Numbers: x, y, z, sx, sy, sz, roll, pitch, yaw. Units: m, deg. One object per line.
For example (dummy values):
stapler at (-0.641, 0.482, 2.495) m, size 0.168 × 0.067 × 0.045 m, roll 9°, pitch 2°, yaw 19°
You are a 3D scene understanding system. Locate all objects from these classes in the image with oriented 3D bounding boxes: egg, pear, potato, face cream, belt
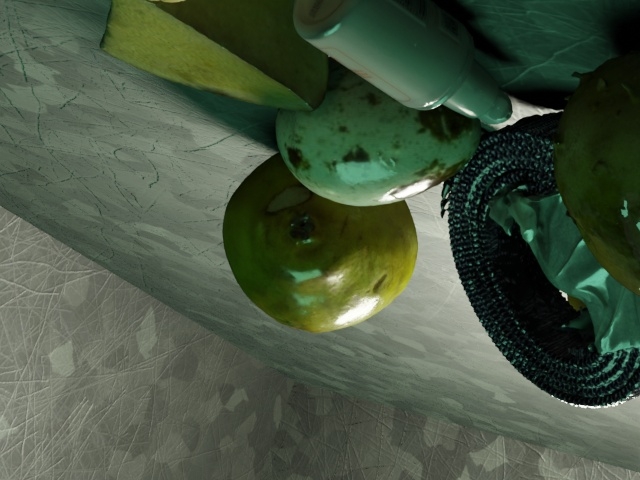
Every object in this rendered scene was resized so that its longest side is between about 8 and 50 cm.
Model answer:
egg at (0.062, -0.121, 1.593) m, size 0.231 × 0.169 × 0.169 m, roll 2°, pitch 160°, yaw 27°
pear at (0.000, 0.000, 2.019) m, size 0.269 × 0.269 × 0.321 m, roll 20°, pitch 180°, yaw 1°
potato at (-0.147, -0.242, 1.541) m, size 0.269 × 0.112 × 0.255 m, roll 33°, pitch 166°, yaw -34°
face cream at (0.094, -0.182, 1.439) m, size 0.252 × 0.101 × 0.101 m, roll 30°, pitch 164°, yaw -36°
potato at (0.387, -0.044, 1.307) m, size 0.359 × 0.219 × 0.270 m, roll 11°, pitch 155°, yaw 26°
belt at (0.266, 0.021, 1.584) m, size 0.122 × 0.325 × 0.260 m, roll -19°, pitch 169°, yaw -39°

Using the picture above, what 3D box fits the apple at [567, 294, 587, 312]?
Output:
apple at (0.407, 0.060, 1.718) m, size 0.261 × 0.194 × 0.261 m, roll 12°, pitch 157°, yaw 5°

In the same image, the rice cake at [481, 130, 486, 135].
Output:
rice cake at (0.173, -0.115, 1.739) m, size 0.211 × 0.034 × 0.043 m, roll 26°, pitch 169°, yaw -24°
